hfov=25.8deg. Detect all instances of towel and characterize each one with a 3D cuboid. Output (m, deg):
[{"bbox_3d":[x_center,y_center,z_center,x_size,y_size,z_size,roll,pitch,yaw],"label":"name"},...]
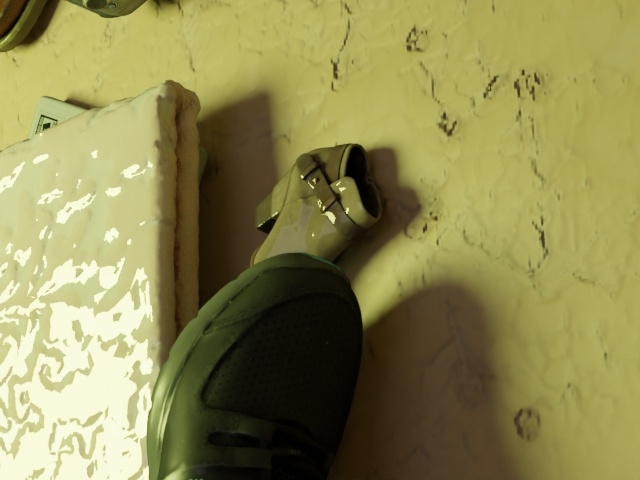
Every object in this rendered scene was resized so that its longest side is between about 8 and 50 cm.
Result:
[{"bbox_3d":[-0.210,0.079,0.970,0.332,0.053,0.317,-17,66,35],"label":"towel"}]

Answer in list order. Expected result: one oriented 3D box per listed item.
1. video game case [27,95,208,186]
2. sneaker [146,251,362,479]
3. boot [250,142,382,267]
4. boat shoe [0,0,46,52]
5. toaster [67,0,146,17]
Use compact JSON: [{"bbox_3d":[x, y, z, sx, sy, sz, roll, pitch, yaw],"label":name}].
[{"bbox_3d":[-0.176,0.013,1.023,0.193,0.023,0.212,20,94,44],"label":"video game case"},{"bbox_3d":[-0.038,0.170,0.752,0.139,0.125,0.341,5,70,52],"label":"sneaker"},{"bbox_3d":[0.000,0.000,0.846,0.087,0.042,0.118,-26,64,35],"label":"boot"},{"bbox_3d":[-0.256,-0.309,1.113,0.111,0.104,0.307,12,89,44],"label":"boat shoe"},{"bbox_3d":[-0.138,-0.280,0.983,0.146,0.129,0.227,-22,64,34],"label":"toaster"}]
